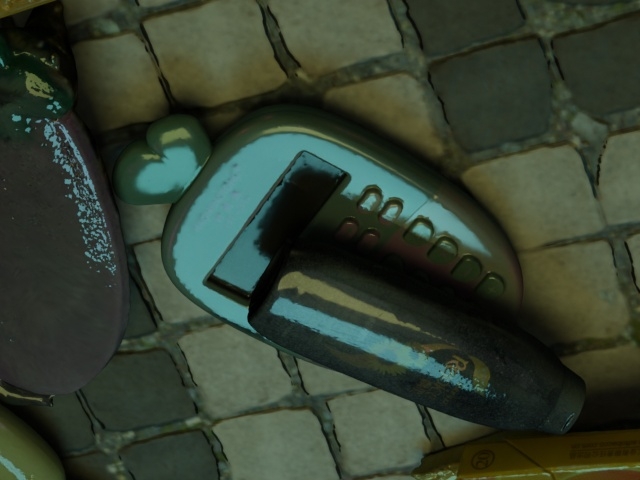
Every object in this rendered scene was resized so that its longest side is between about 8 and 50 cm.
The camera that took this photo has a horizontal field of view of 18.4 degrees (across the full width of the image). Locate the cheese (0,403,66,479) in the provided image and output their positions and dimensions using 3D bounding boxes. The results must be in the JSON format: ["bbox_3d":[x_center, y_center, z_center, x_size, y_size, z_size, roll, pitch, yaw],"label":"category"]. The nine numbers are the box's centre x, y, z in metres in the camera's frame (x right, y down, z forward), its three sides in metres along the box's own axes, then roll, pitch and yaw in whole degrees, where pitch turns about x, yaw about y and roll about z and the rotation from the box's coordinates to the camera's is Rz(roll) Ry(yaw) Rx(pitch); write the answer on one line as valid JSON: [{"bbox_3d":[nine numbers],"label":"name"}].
[{"bbox_3d":[-0.219,0.197,1.513,0.235,0.050,0.127,32,126,-18],"label":"cheese"}]

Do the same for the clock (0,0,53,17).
[{"bbox_3d":[-0.158,-0.224,1.186,0.202,0.096,0.143,-16,118,17],"label":"clock"}]

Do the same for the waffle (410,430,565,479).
[{"bbox_3d":[0.165,0.221,1.487,0.125,0.032,0.191,-21,118,19],"label":"waffle"}]

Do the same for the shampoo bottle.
[{"bbox_3d":[0.069,0.071,1.340,0.233,0.049,0.087,24,127,-13],"label":"shampoo bottle"}]

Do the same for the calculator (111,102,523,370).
[{"bbox_3d":[0.000,0.000,1.351,0.298,0.041,0.185,28,124,-14],"label":"calculator"}]

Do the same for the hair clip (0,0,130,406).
[{"bbox_3d":[-0.191,-0.007,1.352,0.110,0.096,0.359,-9,131,-18],"label":"hair clip"}]

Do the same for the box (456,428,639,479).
[{"bbox_3d":[0.246,0.189,1.379,0.269,0.043,0.152,-6,132,26],"label":"box"}]
